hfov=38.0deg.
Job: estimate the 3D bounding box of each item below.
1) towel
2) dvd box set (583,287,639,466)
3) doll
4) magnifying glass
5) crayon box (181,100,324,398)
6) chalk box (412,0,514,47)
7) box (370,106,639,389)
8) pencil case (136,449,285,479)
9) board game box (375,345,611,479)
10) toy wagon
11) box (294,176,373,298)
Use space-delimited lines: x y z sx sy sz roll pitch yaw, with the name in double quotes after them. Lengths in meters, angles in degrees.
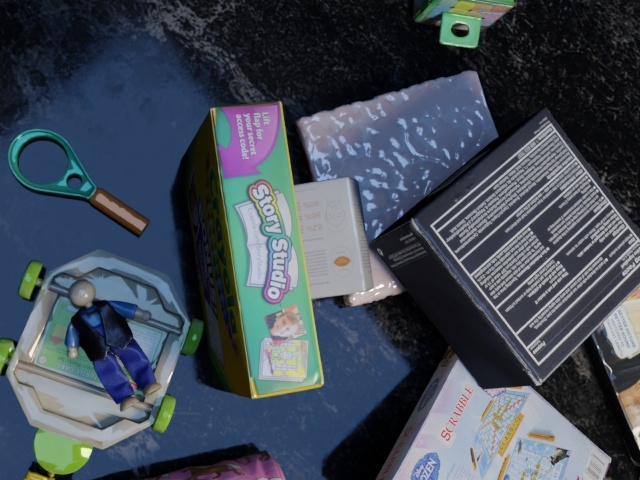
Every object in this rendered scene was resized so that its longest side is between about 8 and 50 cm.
0.149 -0.087 1.499 0.331 0.053 0.317 -17 87 -15 "towel"
0.661 0.156 1.563 0.420 0.062 0.308 -22 90 -7 "dvd box set"
-0.291 0.137 1.295 0.129 0.046 0.189 -32 86 -6 "doll"
-0.359 -0.082 1.387 0.231 0.026 0.092 35 77 -9 "magnifying glass"
-0.106 0.025 1.287 0.106 0.313 0.363 -8 85 -15 "crayon box"
0.234 -0.424 1.518 0.132 0.132 0.213 5 82 -13 "chalk box"
0.289 0.019 1.392 0.296 0.183 0.294 -38 91 -21 "box"
-0.217 0.416 1.295 0.385 0.160 0.167 -13 109 -16 "pencil case"
0.265 0.359 1.407 0.318 0.066 0.319 42 51 -6 "board game box"
-0.335 0.191 1.339 0.267 0.068 0.345 21 80 -10 "toy wagon"
0.000 0.000 1.388 0.130 0.091 0.171 -8 89 11 "box"
